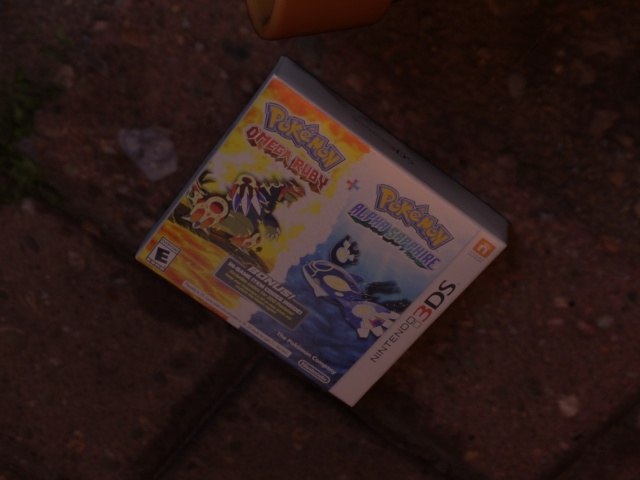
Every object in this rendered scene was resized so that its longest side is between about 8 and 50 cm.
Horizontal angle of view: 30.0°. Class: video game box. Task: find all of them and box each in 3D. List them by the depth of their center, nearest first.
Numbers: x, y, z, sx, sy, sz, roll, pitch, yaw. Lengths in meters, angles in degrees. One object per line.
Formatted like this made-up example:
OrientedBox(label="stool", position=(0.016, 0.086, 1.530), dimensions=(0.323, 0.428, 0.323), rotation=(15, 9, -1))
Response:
OrientedBox(label="video game box", position=(0.000, 0.000, 0.866), dimensions=(0.205, 0.048, 0.187), rotation=(35, 115, -9))

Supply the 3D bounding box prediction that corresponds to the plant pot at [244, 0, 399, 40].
OrientedBox(label="plant pot", position=(0.059, -0.255, 0.606), dimensions=(0.204, 0.291, 0.290), rotation=(-6, 118, -9))
